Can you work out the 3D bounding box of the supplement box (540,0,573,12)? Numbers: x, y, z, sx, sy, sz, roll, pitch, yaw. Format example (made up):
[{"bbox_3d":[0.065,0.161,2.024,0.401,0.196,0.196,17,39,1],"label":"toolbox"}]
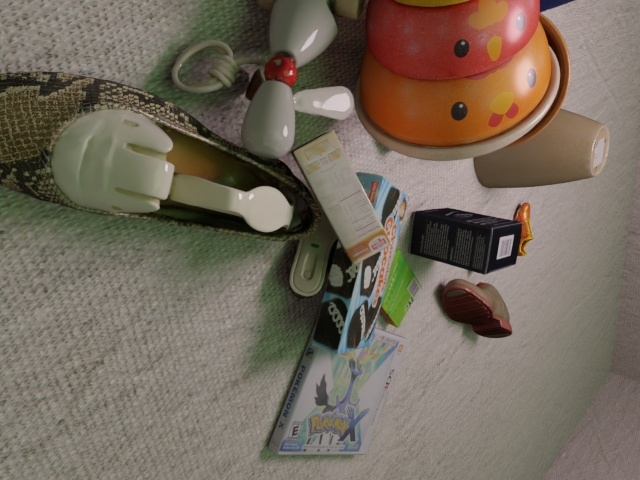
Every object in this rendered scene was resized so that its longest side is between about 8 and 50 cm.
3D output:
[{"bbox_3d":[0.503,-0.663,1.038,0.356,0.195,0.194,-83,151,-45],"label":"supplement box"}]

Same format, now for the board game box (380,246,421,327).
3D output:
[{"bbox_3d":[0.149,0.082,1.132,0.124,0.039,0.259,-55,136,-19],"label":"board game box"}]

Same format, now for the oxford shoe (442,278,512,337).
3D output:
[{"bbox_3d":[0.446,0.173,1.432,0.348,0.123,0.130,39,48,-43],"label":"oxford shoe"}]

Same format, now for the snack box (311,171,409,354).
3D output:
[{"bbox_3d":[0.084,0.047,0.951,0.187,0.060,0.321,15,89,-66],"label":"snack box"}]

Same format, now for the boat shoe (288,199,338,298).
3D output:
[{"bbox_3d":[0.000,0.000,0.940,0.079,0.084,0.233,95,16,-73],"label":"boat shoe"}]

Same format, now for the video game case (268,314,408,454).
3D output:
[{"bbox_3d":[0.057,0.330,1.111,0.329,0.036,0.299,27,82,-46],"label":"video game case"}]

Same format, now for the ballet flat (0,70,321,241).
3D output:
[{"bbox_3d":[-0.174,-0.082,0.637,0.483,0.182,0.164,12,105,-47],"label":"ballet flat"}]

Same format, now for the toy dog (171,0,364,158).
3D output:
[{"bbox_3d":[-0.039,-0.270,0.747,0.333,0.220,0.161,-54,166,-10],"label":"toy dog"}]

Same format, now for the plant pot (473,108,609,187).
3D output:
[{"bbox_3d":[0.595,-0.248,1.316,0.257,0.274,0.256,-16,113,-43],"label":"plant pot"}]

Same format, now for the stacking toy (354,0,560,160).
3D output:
[{"bbox_3d":[0.179,-0.383,0.726,0.350,0.351,0.480,-55,149,-19],"label":"stacking toy"}]

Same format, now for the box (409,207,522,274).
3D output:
[{"bbox_3d":[0.339,-0.006,1.174,0.153,0.207,0.108,-9,108,-43],"label":"box"}]

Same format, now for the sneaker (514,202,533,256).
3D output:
[{"bbox_3d":[0.654,-0.034,1.591,0.064,0.067,0.175,-1,101,-44],"label":"sneaker"}]

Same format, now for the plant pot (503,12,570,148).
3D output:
[{"bbox_3d":[0.399,-0.368,1.098,0.203,0.291,0.290,-40,129,-52],"label":"plant pot"}]

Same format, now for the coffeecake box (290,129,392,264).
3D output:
[{"bbox_3d":[0.027,-0.070,0.769,0.068,0.142,0.185,-28,102,0],"label":"coffeecake box"}]
